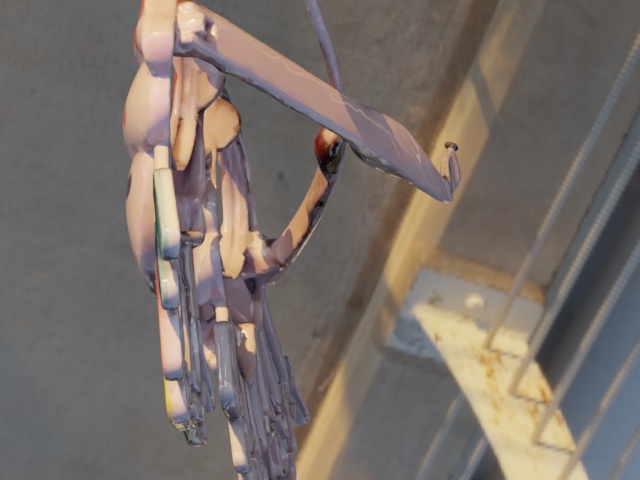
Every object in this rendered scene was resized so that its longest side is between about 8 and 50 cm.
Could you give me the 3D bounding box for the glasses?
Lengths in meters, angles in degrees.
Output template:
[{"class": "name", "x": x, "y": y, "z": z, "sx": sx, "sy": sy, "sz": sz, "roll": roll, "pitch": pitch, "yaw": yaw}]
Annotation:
[{"class": "glasses", "x": -0.007, "y": 0.006, "z": 0.422, "sx": 0.095, "sy": 0.162, "sz": 0.255, "roll": 1, "pitch": 158, "yaw": 9}]
